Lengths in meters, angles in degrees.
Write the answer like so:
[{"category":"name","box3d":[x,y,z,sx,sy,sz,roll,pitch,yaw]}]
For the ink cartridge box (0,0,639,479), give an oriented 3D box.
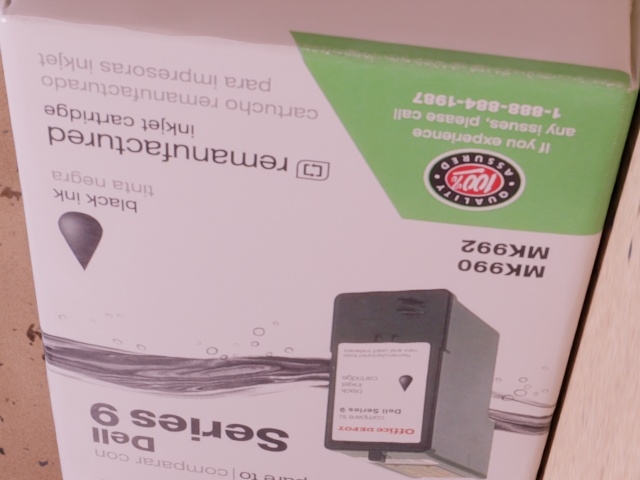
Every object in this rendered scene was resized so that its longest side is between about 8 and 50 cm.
[{"category":"ink cartridge box","box3d":[0.000,0.000,0.605,0.289,0.211,0.121,93,-175,-46]}]
